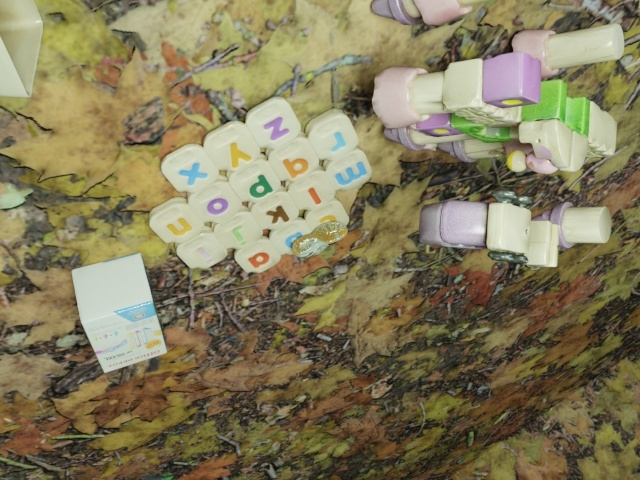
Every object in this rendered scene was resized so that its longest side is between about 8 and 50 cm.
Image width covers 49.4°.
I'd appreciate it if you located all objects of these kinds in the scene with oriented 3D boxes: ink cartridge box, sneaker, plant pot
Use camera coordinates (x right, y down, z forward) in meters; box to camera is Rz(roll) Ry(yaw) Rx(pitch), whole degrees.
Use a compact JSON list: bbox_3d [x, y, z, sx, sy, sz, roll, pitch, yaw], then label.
[{"bbox_3d":[-0.266,0.103,0.939,0.092,0.090,0.143,-16,142,-13],"label":"ink cartridge box"},{"bbox_3d":[0.000,0.000,0.992,0.083,0.032,0.037,-22,157,3],"label":"sneaker"},{"bbox_3d":[-0.297,-0.185,0.566,0.096,0.109,0.109,-9,142,-3],"label":"plant pot"}]

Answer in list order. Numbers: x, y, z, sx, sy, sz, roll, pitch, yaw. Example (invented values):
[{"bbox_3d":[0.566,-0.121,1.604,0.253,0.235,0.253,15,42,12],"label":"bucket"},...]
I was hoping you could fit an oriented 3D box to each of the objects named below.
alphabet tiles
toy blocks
[{"bbox_3d":[-0.074,-0.061,0.911,0.284,0.021,0.278,-29,143,3],"label":"alphabet tiles"},{"bbox_3d":[0.162,-0.123,0.794,0.260,0.309,0.288,1,174,41],"label":"toy blocks"}]
